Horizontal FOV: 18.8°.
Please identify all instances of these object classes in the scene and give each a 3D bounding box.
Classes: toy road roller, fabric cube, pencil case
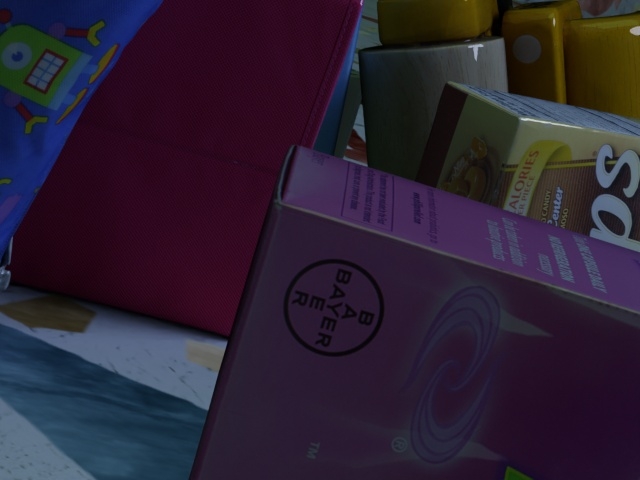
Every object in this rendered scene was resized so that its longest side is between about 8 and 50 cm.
[{"bbox_3d":[0.178,-0.113,1.601,0.241,0.202,0.329,-3,9,15],"label":"toy road roller"},{"bbox_3d":[-0.138,-0.130,1.245,0.258,0.259,0.254,15,29,-11],"label":"fabric cube"},{"bbox_3d":[-0.179,-0.086,1.047,0.133,0.306,0.119,23,22,-25],"label":"pencil case"}]

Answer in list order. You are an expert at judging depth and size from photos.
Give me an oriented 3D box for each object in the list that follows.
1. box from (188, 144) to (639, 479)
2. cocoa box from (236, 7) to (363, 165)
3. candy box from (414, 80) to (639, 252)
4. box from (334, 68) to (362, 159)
[{"bbox_3d":[0.069,0.107,0.738,0.243,0.213,0.117,17,13,-2],"label":"box"},{"bbox_3d":[-0.141,-0.217,1.538,0.347,0.231,0.228,8,35,-4],"label":"cocoa box"},{"bbox_3d":[0.200,0.004,1.387,0.316,0.182,0.087,6,16,-40],"label":"candy box"},{"bbox_3d":[-0.097,-0.150,1.799,0.275,0.113,0.094,29,17,35],"label":"box"}]
